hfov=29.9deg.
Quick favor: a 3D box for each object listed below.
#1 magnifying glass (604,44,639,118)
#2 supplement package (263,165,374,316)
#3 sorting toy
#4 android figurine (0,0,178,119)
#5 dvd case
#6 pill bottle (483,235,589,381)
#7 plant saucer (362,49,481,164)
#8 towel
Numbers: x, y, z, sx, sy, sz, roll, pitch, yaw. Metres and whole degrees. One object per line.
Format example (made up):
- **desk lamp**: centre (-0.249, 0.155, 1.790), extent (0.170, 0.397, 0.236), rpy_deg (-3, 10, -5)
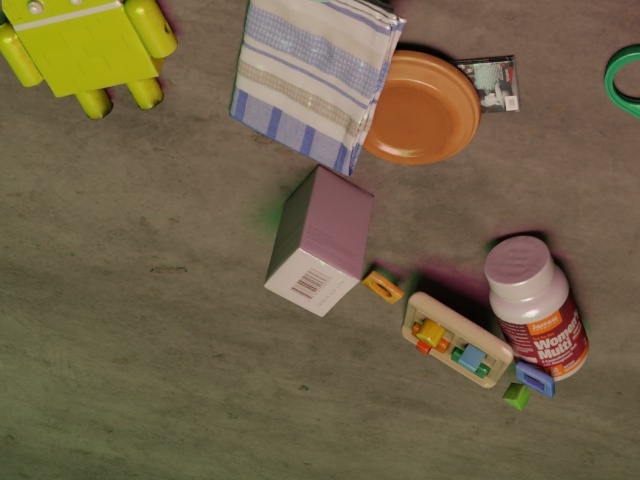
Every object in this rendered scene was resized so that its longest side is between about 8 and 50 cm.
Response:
- **magnifying glass**: centre (0.455, -0.168, 1.591), extent (0.092, 0.026, 0.231), rpy_deg (-22, 125, 29)
- **supplement package**: centre (0.000, 0.000, 1.741), extent (0.105, 0.179, 0.105), rpy_deg (28, 134, -16)
- **sorting toy**: centre (0.203, 0.168, 1.879), extent (0.347, 0.047, 0.196), rpy_deg (32, 162, 10)
- **android figurine**: centre (-0.322, -0.282, 1.617), extent (0.248, 0.056, 0.273), rpy_deg (-7, 134, 19)
- **dvd case**: centre (0.205, -0.206, 1.610), extent (0.119, 0.013, 0.087), rpy_deg (-2, 134, 16)
- **pill bottle**: centre (0.327, 0.105, 1.820), extent (0.121, 0.121, 0.221), rpy_deg (-10, 132, 21)
- **plant saucer**: centre (0.117, -0.171, 1.630), extent (0.200, 0.037, 0.200), rpy_deg (8, 140, 7)
- **towel**: centre (-0.015, -0.227, 1.583), extent (0.209, 0.034, 0.285), rpy_deg (28, 137, 10)
